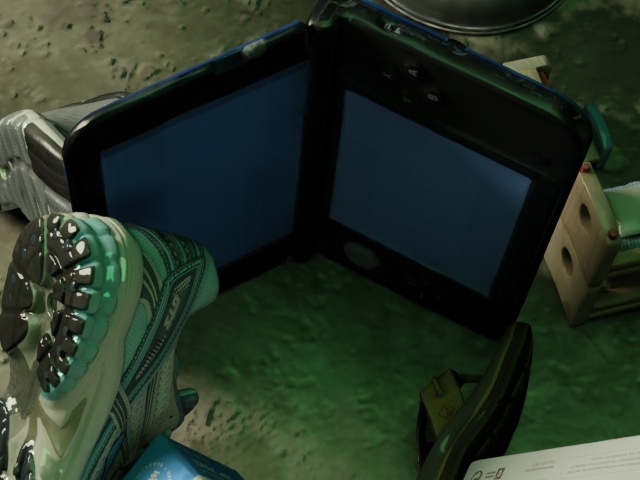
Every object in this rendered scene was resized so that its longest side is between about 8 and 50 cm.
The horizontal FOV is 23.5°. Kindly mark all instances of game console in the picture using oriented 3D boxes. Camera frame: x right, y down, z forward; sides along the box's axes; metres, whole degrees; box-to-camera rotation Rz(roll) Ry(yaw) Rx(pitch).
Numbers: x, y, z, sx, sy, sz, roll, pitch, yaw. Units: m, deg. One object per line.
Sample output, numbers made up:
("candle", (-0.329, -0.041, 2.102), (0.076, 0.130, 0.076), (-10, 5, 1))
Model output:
("game console", (0.000, 0.000, 0.956), (0.250, 0.293, 0.173), (27, 65, 10))

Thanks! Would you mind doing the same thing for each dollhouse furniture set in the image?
("dollhouse furniture set", (0.218, -0.060, 1.094), (0.129, 0.129, 0.184), (-12, 63, -10))

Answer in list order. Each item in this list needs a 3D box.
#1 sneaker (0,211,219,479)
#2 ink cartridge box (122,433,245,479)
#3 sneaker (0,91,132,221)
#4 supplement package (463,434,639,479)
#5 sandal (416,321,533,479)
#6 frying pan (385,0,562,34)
("sneaker", (-0.136, 0.116, 0.925), (0.122, 0.283, 0.110), (2, 33, -38))
("ink cartridge box", (-0.050, 0.228, 0.842), (0.134, 0.078, 0.231), (-53, 45, 1))
("sneaker", (-0.153, -0.065, 1.045), (0.132, 0.228, 0.086), (-21, 109, -25))
("supplement package", (0.159, 0.273, 0.838), (0.198, 0.199, 0.263), (38, 62, -17))
("sandal", (0.081, 0.129, 1.000), (0.060, 0.090, 0.219), (23, 55, 21))
("frying pan", (0.079, -0.302, 1.265), (0.197, 0.053, 0.326), (-35, 72, -21))
